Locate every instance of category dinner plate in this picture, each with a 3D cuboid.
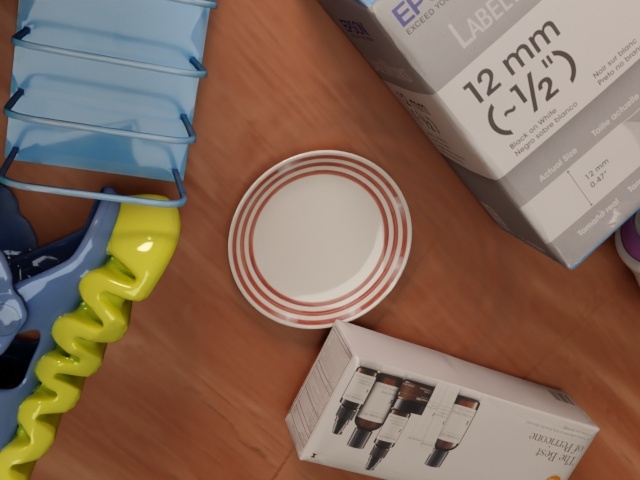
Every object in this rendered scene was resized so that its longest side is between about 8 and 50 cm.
[{"bbox_3d":[0.000,0.000,0.605,0.141,0.017,0.141,-4,108,-13],"label":"dinner plate"}]

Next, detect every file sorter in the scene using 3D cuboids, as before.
[{"bbox_3d":[-0.127,-0.114,0.486,0.118,0.104,0.170,7,107,-16],"label":"file sorter"}]

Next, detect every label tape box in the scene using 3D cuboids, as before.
[{"bbox_3d":[0.142,-0.189,0.526,0.249,0.115,0.347,-42,115,2],"label":"label tape box"}]

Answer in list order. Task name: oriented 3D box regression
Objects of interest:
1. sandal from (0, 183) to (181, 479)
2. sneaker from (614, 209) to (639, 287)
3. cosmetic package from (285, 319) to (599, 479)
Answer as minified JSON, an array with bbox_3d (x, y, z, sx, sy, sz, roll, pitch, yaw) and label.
[{"bbox_3d":[-0.225,0.083,0.526,0.138,0.126,0.317,30,90,-18],"label":"sandal"},{"bbox_3d":[0.383,-0.043,0.656,0.305,0.114,0.152,-35,127,3],"label":"sneaker"},{"bbox_3d":[0.101,0.150,0.651,0.239,0.060,0.098,19,108,-22],"label":"cosmetic package"}]
